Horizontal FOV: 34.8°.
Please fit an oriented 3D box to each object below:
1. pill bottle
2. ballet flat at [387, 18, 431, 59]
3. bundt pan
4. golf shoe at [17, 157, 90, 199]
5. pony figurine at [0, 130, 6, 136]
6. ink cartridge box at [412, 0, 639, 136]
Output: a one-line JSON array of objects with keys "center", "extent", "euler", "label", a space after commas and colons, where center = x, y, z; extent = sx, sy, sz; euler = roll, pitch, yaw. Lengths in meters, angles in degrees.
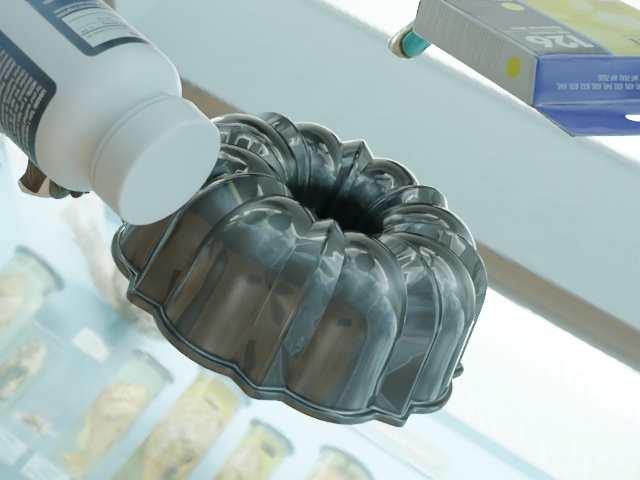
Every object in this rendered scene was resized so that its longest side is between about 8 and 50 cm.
[{"center": [-0.153, -0.095, 0.651], "extent": [0.180, 0.108, 0.108], "euler": [42, -30, 22], "label": "pill bottle"}, {"center": [0.163, -0.315, 1.446], "extent": [0.057, 0.168, 0.052], "euler": [62, -16, -24], "label": "ballet flat"}, {"center": [0.000, 0.000, 0.865], "extent": [0.331, 0.331, 0.124], "euler": [33, -64, 11], "label": "bundt pan"}, {"center": [-0.319, -0.142, 1.222], "extent": [0.094, 0.198, 0.077], "euler": [-6, -27, 18], "label": "golf shoe"}, {"center": [-0.340, -0.211, 0.796], "extent": [0.363, 0.351, 0.303], "euler": [-53, -133, 43], "label": "pony figurine"}, {"center": [0.313, -0.213, 1.172], "extent": [0.307, 0.303, 0.072], "euler": [45, -48, 49], "label": "ink cartridge box"}]
